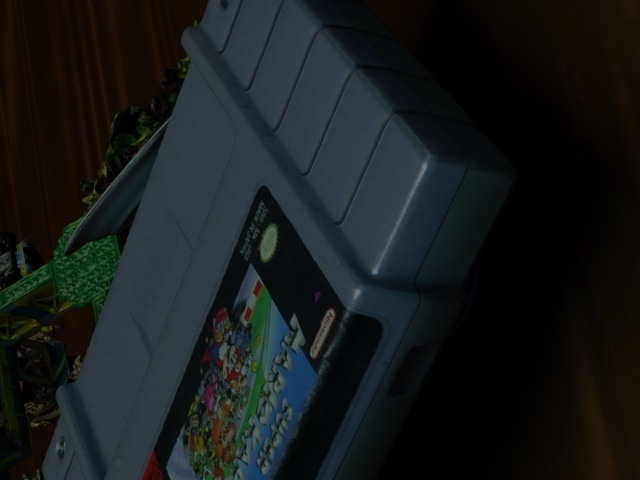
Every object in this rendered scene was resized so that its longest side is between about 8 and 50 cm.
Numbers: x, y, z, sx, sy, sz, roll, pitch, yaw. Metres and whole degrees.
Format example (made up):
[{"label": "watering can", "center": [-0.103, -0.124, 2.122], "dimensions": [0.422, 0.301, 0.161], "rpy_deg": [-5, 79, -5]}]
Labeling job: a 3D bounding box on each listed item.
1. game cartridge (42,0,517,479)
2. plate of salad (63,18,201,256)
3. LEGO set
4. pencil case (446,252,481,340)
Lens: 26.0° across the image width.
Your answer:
[{"label": "game cartridge", "center": [-0.046, 0.056, 0.666], "dimensions": [0.355, 0.068, 0.230], "rpy_deg": [-67, 30, 26]}, {"label": "plate of salad", "center": [-0.090, -0.070, 0.816], "dimensions": [0.048, 0.200, 0.200], "rpy_deg": [42, 144, -4]}, {"label": "LEGO set", "center": [-0.129, 0.157, 0.955], "dimensions": [0.255, 0.192, 0.331], "rpy_deg": [-36, 60, 22]}, {"label": "pencil case", "center": [0.000, 0.000, 0.740], "dimensions": [0.206, 0.088, 0.086], "rpy_deg": [20, 110, 60]}]
